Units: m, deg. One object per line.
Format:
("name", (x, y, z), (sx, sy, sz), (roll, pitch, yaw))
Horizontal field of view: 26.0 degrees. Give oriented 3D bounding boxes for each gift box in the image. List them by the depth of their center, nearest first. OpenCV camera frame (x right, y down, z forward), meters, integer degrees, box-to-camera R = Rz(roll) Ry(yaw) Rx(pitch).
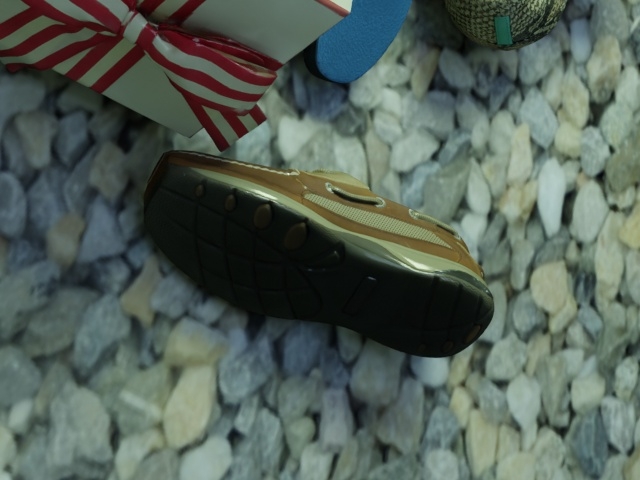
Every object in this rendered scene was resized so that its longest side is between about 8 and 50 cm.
("gift box", (-0.123, -0.233, 1.092), (0.255, 0.276, 0.258), (24, 54, -23))

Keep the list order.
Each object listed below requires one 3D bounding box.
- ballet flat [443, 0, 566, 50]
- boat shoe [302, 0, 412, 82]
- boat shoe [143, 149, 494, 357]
("ballet flat", (0.174, -0.432, 1.341), (0.164, 0.182, 0.482), (-3, 82, 10))
("boat shoe", (0.043, -0.269, 1.290), (0.109, 0.089, 0.258), (27, 84, -39))
("boat shoe", (0.000, 0.000, 1.215), (0.324, 0.122, 0.120), (23, 37, -20))
